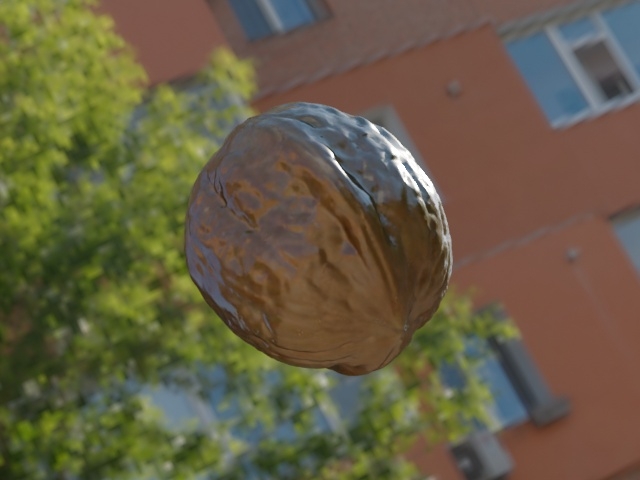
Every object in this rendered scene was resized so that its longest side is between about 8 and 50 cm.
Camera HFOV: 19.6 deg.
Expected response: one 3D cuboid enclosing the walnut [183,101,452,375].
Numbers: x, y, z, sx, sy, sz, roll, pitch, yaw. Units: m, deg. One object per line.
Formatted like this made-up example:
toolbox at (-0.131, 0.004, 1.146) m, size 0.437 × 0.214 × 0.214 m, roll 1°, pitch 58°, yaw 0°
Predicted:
walnut at (0.000, 0.000, 0.735) m, size 0.105 × 0.124 × 0.105 m, roll -22°, pitch -48°, yaw -27°
